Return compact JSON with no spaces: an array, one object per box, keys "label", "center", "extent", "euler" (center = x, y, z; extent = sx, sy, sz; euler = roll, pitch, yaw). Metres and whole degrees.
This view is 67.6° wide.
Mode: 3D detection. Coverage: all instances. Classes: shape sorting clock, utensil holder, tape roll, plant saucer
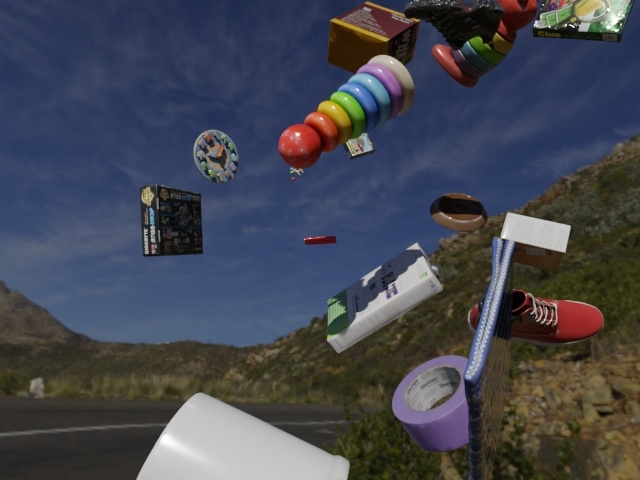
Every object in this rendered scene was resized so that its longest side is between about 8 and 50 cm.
[{"label":"shape sorting clock","center":[-0.396,-0.322,1.837],"extent":[0.040,0.206,0.206],"euler":[-9,-22,44]},{"label":"utensil holder","center":[-0.173,0.558,1.056],"extent":[0.386,0.327,0.327],"euler":[25,-18,8]},{"label":"tape roll","center":[0.246,0.327,0.972],"extent":[0.189,0.189,0.080],"euler":[-20,-72,48]},{"label":"plant saucer","center":[0.408,-0.090,1.404],"extent":[0.169,0.168,0.029],"euler":[2,-47,4]}]

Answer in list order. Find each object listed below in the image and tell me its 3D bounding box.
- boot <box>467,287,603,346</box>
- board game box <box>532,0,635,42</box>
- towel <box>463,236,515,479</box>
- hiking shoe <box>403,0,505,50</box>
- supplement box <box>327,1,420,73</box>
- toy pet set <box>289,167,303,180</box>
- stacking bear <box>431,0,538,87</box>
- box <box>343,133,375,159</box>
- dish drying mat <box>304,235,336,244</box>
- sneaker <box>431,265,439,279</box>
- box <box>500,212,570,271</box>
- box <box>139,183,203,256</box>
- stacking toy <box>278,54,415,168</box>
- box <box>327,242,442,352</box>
[{"label":"boot","center":[0.405,0.134,0.867],"extent":[0.244,0.088,0.176],"euler":[-1,-23,8]},{"label":"board game box","center":[0.464,-0.454,0.789],"extent":[0.136,0.259,0.030],"euler":[19,-4,30]},{"label":"towel","center":[0.229,0.193,0.662],"extent":[0.040,0.243,0.336],"euler":[7,-48,26]},{"label":"hiking shoe","center":[0.304,-0.502,1.118],"extent":[0.227,0.086,0.114],"euler":[11,-51,12]},{"label":"supplement box","center":[0.157,-0.591,1.419],"extent":[0.191,0.194,0.129],"euler":[31,-37,22]},{"label":"toy pet set","center":[-0.079,-0.289,1.744],"extent":[0.114,0.065,0.122],"euler":[-35,-8,-9]},{"label":"stacking bear","center":[0.509,-0.617,1.427],"extent":[0.175,0.164,0.289],"euler":[-11,-22,-41]},{"label":"box","center":[0.137,-0.449,2.015],"extent":[0.114,0.207,0.036],"euler":[-19,-15,-18]},{"label":"dish drying mat","center":[0.000,0.000,1.264],"extent":[0.083,0.008,0.032],"euler":[-5,-33,2]},{"label":"sneaker","center":[0.354,0.114,1.596],"extent":[0.135,0.058,0.052],"euler":[5,-29,-38]},{"label":"box","center":[0.613,0.006,1.386],"extent":[0.171,0.091,0.130],"euler":[15,-23,22]},{"label":"box","center":[-0.382,-0.047,1.246],"extent":[0.051,0.175,0.220],"euler":[-3,0,14]},{"label":"stacking toy","center":[0.045,-0.260,1.020],"extent":[0.141,0.330,0.141],"euler":[43,-22,22]},{"label":"box","center":[0.161,0.150,1.304],"extent":[0.322,0.232,0.058],"euler":[-33,-74,13]}]
